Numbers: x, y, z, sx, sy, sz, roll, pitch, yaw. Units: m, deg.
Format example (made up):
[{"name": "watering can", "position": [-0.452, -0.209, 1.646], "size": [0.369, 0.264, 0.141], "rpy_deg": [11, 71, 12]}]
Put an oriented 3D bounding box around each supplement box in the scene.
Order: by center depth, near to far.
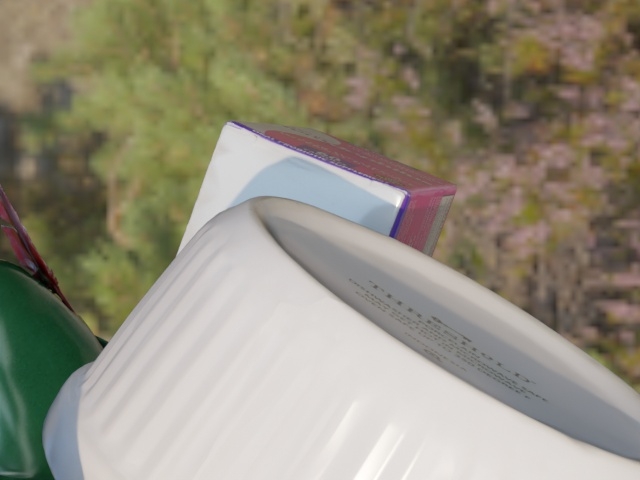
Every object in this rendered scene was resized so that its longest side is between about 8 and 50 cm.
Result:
[{"name": "supplement box", "position": [0.000, 0.000, 1.180], "size": [0.220, 0.111, 0.114], "rpy_deg": [-8, -61, -80]}]

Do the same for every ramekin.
[{"name": "ramekin", "position": [0.031, 0.088, 0.829], "size": [0.127, 0.273, 0.273], "rpy_deg": [-60, 30, 11]}]

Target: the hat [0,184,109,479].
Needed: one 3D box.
[{"name": "hat", "position": [-0.192, 0.027, 1.239], "size": [0.208, 0.173, 0.183], "rpy_deg": [25, 126, 20]}]
